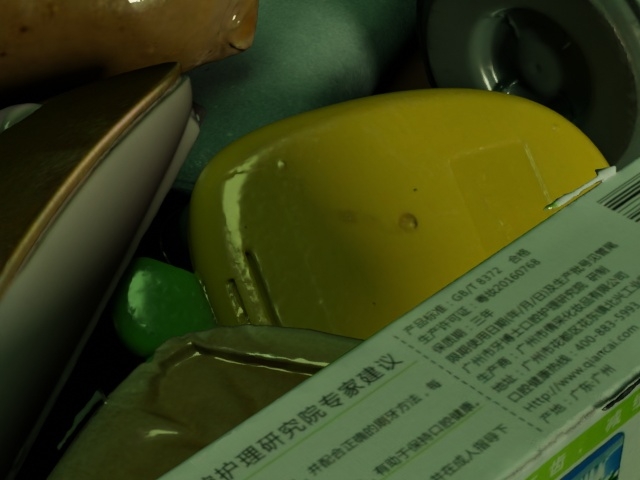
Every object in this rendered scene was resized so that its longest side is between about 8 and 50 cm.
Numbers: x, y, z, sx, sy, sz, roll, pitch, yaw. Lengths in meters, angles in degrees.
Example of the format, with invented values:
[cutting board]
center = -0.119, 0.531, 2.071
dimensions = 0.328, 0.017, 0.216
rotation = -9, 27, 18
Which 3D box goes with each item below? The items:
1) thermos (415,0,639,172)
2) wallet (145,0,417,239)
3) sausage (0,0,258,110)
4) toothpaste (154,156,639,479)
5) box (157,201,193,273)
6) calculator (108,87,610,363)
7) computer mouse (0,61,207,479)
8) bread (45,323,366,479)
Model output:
[thermos]
center = 0.174, -0.152, 0.716
dimensions = 0.182, 0.145, 0.286
rotation = 20, 45, 36
[wallet]
center = -0.103, -0.109, 0.747
dimensions = 0.290, 0.054, 0.251
rotation = 15, 48, 19
[sausage]
center = -0.279, -0.093, 0.644
dimensions = 0.501, 0.136, 0.123
rotation = -13, 25, 1
[toothpaste]
center = 0.004, 0.083, 0.341
dimensions = 0.336, 0.081, 0.067
rotation = -31, 46, -30
[box]
center = 0.000, 0.000, 0.605
dimensions = 0.126, 0.031, 0.091
rotation = -30, 84, -27
[calculator]
center = 0.028, 0.009, 0.574
dimensions = 0.235, 0.032, 0.146
rotation = -17, 77, -23
[computer mouse]
center = -0.149, 0.038, 0.521
dimensions = 0.158, 0.072, 0.310
rotation = -13, 40, 40
[bread]
center = 0.015, 0.128, 0.439
dimensions = 0.210, 0.109, 0.192
rotation = 8, 40, 13
